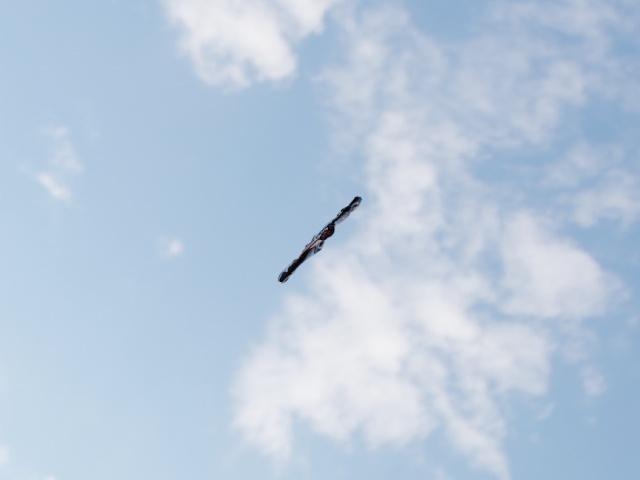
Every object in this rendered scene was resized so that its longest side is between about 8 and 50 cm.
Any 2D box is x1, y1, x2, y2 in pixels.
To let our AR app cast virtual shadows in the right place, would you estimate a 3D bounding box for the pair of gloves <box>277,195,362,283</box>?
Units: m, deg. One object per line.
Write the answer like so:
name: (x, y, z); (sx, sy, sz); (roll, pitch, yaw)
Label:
pair of gloves: (0.000, 0.000, 0.984); (0.010, 0.083, 0.074); (45, -46, -2)
